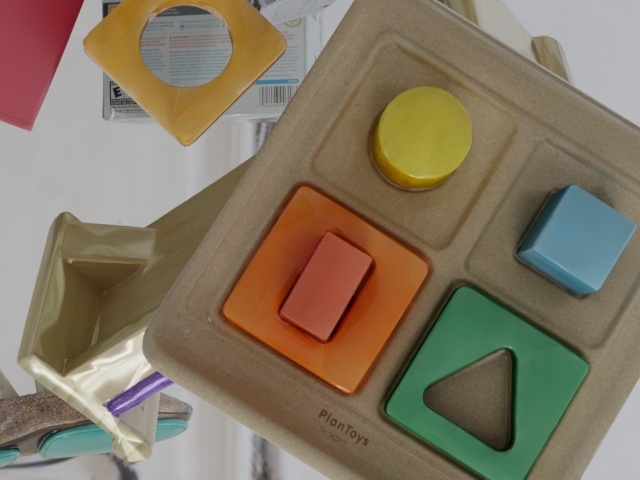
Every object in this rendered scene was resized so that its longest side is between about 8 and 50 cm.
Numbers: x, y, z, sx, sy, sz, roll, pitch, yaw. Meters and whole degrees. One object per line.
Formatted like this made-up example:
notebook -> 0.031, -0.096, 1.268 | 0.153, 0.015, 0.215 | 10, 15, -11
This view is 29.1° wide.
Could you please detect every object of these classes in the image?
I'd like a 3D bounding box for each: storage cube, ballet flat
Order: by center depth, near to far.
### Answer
storage cube -> -0.340, -0.232, 1.098 | 0.183, 0.215, 0.193 | 23, -88, 21
ballet flat -> -0.265, 0.149, 1.108 | 0.316, 0.107, 0.106 | -7, -110, -33

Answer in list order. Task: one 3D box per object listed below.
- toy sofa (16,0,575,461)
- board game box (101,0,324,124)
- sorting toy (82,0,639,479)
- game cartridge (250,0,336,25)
toy sofa -> 0.000, 0.000, 0.781 | 0.177, 0.362, 0.150 | 45, -154, -31
board game box -> -0.110, -0.275, 1.277 | 0.224, 0.097, 0.303 | 1, -88, 14
sorting toy -> 0.051, 0.008, 0.491 | 0.347, 0.047, 0.196 | 32, -101, 0
game cartridge -> -0.014, -0.147, 0.741 | 0.056, 0.083, 0.017 | -14, -89, -9
